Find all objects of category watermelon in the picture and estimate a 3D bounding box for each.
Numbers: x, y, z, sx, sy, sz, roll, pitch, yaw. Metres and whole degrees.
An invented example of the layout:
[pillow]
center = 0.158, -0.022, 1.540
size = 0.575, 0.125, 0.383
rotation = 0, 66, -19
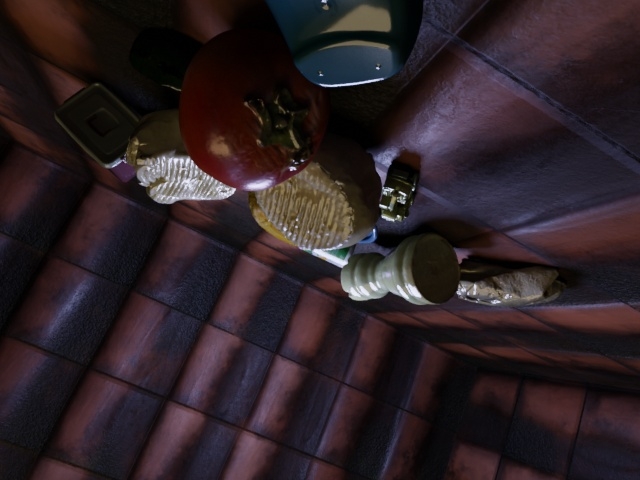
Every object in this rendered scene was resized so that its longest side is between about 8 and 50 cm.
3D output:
[watermelon]
center = -0.342, -0.419, 1.128
size = 0.301, 0.123, 0.129
rotation = 24, -174, 7

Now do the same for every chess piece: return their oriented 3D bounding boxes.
[chess piece]
center = 0.257, 0.120, 1.680
size = 0.234, 0.234, 0.442
rotation = 31, 156, -25

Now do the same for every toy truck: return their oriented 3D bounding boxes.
[toy truck]
center = 0.207, -0.116, 1.280
size = 0.085, 0.116, 0.191
rotation = 21, 163, 13

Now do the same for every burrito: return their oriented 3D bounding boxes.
[burrito]
center = 0.618, 0.152, 1.550
size = 0.332, 0.135, 0.190
rotation = 5, 149, 39

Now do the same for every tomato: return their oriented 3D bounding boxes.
[tomato]
center = -0.142, -0.264, 0.959
size = 0.321, 0.321, 0.321
rotation = 22, 164, 7

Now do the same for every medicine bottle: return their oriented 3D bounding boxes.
[medicine bottle]
center = 0.000, 0.000, 1.912
size = 0.274, 0.133, 0.133
rotation = 26, 164, -4

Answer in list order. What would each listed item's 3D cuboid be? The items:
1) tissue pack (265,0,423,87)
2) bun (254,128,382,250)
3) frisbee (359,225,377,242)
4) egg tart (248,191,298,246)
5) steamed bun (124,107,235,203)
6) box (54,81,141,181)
[tissue pack]
center = 0.025, -0.365, 0.607
size = 0.198, 0.206, 0.287
rotation = 4, 158, 28
[bun]
center = 0.003, -0.143, 1.237
size = 0.359, 0.211, 0.360
rotation = 22, 133, 25
[frisbee]
center = 0.078, -0.096, 1.623
size = 0.289, 0.049, 0.289
rotation = 30, 158, 13
[egg tart]
center = -0.094, -0.102, 1.549
size = 0.443, 0.178, 0.443
rotation = 29, 157, 13
[steamed bun]
center = -0.403, -0.280, 1.405
size = 0.346, 0.237, 0.394
rotation = -25, 160, 17
[box]
center = -0.678, -0.339, 1.518
size = 0.294, 0.193, 0.167
rotation = 43, 163, 11
